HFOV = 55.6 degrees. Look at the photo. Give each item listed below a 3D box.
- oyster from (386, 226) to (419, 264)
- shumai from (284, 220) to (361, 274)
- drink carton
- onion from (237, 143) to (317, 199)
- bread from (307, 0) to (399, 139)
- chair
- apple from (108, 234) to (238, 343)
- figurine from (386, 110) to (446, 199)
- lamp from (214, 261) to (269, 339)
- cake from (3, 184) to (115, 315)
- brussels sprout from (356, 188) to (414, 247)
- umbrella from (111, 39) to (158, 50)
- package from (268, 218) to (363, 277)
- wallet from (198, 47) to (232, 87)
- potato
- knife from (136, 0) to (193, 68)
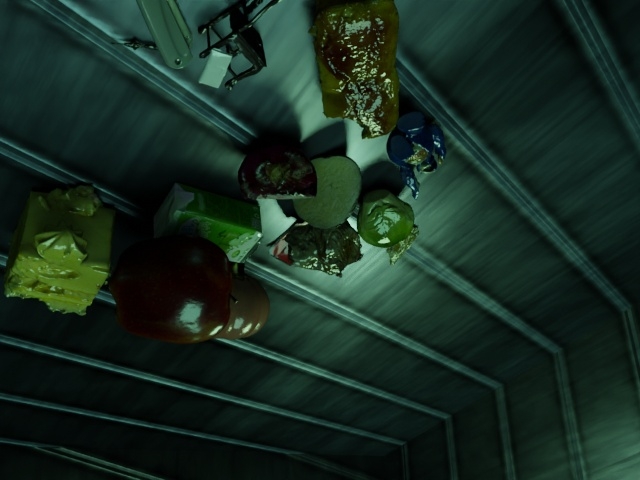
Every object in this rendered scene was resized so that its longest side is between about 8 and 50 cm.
[{"bbox_3d":[0.257,0.004,1.950,0.146,0.045,0.121,-30,127,20],"label":"oyster"},{"bbox_3d":[0.000,-0.003,1.763,0.218,0.185,0.184,-23,126,-62],"label":"shumai"},{"bbox_3d":[-0.298,-0.042,1.647,0.271,0.108,0.161,14,136,-32],"label":"drink carton"},{"bbox_3d":[-0.110,-0.162,1.539,0.195,0.140,0.218,-9,180,-4],"label":"onion"},{"bbox_3d":[0.080,-0.367,1.336,0.185,0.109,0.380,-13,146,-1],"label":"bread"},{"bbox_3d":[-0.128,-0.419,1.200,0.229,0.106,0.113,-26,141,19],"label":"chair"},{"bbox_3d":[-0.362,0.122,1.536,0.316,0.288,0.288,-1,144,2],"label":"apple"},{"bbox_3d":[0.241,-0.234,1.568,0.164,0.120,0.262,-51,151,-9],"label":"figurine"},{"bbox_3d":[-0.297,0.167,1.815,0.305,0.305,0.240,9,94,-28],"label":"lamp"},{"bbox_3d":[-0.638,0.014,1.515,0.222,0.227,0.286,16,135,-32],"label":"cake"},{"bbox_3d":[0.181,-0.058,1.751,0.161,0.144,0.181,-16,125,37],"label":"brussels sprout"},{"bbox_3d":[-0.351,-0.396,1.239,0.148,0.022,0.022,-2,106,-29],"label":"umbrella"},{"bbox_3d":[-0.002,0.034,1.880,0.269,0.071,0.194,25,115,-36],"label":"package"},{"bbox_3d":[-0.206,-0.337,1.189,0.044,0.011,0.083,12,136,-27],"label":"wallet"},{"bbox_3d":[0.034,-0.130,1.624,0.202,0.182,0.117,-69,160,8],"label":"potato"},{"bbox_3d":[-0.310,-0.446,1.158,0.073,0.040,0.265,-28,142,-7],"label":"knife"}]
